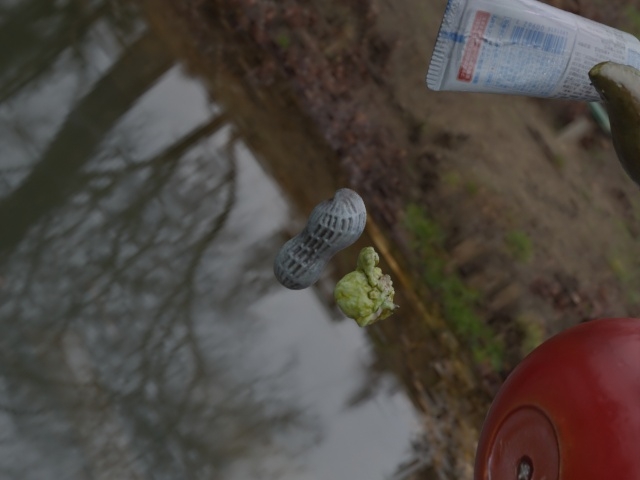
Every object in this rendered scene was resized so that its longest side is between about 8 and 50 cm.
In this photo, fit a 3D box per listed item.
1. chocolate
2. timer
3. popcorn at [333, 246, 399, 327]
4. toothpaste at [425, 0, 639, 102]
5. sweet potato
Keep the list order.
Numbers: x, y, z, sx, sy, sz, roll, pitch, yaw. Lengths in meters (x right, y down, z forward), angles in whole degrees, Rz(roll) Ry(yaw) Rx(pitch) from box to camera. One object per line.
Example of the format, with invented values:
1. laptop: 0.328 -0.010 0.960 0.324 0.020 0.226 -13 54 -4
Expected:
1. chocolate: 0.000 0.000 1.977 0.072 0.167 0.072 39 15 -13
2. timer: 0.343 0.277 1.667 0.279 0.378 0.378 14 35 -26
3. popcorn: 0.048 0.049 1.506 0.068 0.083 0.059 6 4 -30
4. toothpaste: 0.184 -0.145 1.132 0.234 0.089 0.057 5 17 -37
5. sweet potato: 0.262 -0.021 0.990 0.274 0.067 0.067 50 16 -23
